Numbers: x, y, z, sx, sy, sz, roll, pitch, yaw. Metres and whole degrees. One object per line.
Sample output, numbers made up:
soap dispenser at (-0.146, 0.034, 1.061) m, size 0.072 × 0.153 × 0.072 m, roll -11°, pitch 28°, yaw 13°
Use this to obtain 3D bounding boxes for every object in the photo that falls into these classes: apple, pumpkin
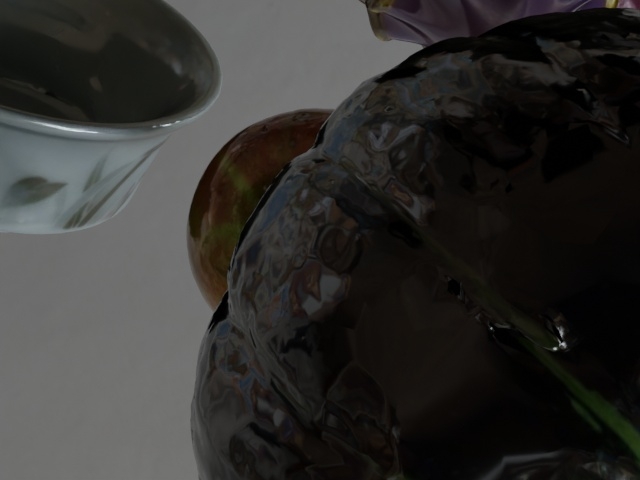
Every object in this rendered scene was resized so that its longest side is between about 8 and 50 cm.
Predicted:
apple at (0.000, 0.000, 1.301) m, size 0.196 × 0.196 × 0.196 m, roll -6°, pitch -122°, yaw 9°
pumpkin at (0.085, 0.044, 0.649) m, size 0.296 × 0.296 × 0.296 m, roll -6°, pitch -122°, yaw 9°

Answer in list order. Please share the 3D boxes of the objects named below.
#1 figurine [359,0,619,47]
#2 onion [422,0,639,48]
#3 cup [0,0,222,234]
figurine at (0.066, -0.200, 0.771) m, size 0.189 × 0.142 × 0.263 m, roll 3°, pitch -96°, yaw 32°
onion at (0.173, -0.221, 1.277) m, size 0.250 × 0.247 × 0.111 m, roll -6°, pitch -154°, yaw 10°
cup at (-0.268, -0.118, 1.449) m, size 0.347 × 0.163 × 0.347 m, roll 17°, pitch -152°, yaw -9°
